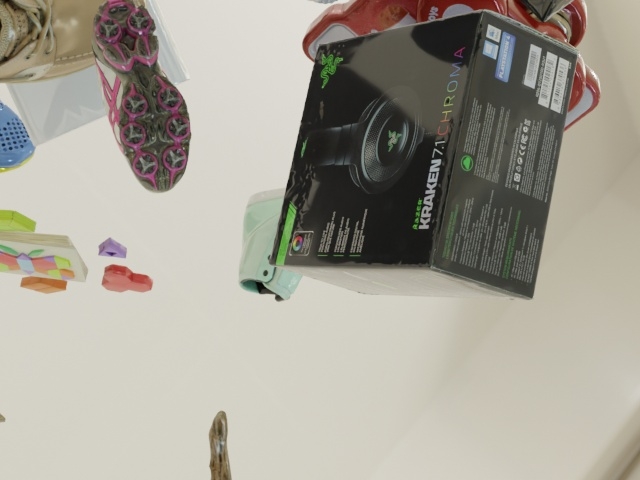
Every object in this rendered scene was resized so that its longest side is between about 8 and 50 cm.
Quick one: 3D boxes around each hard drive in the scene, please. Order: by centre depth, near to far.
[{"bbox_3d":[-0.307,-0.291,1.641,0.040,0.203,0.307,-58,125,-80],"label":"hard drive"}]

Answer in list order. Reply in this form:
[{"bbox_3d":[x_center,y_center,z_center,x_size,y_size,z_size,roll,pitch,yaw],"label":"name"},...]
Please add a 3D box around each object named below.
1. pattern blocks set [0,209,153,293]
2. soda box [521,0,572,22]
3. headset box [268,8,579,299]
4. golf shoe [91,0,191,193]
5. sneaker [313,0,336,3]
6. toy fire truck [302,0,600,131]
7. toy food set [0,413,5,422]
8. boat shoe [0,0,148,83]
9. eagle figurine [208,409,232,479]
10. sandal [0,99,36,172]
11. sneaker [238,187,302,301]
[{"bbox_3d":[-0.440,0.024,2.098,0.325,0.026,0.285,1,-24,14],"label":"pattern blocks set"},{"bbox_3d":[0.149,-0.261,1.134,0.169,0.060,0.053,49,-19,13],"label":"soda box"},{"bbox_3d":[0.090,-0.076,1.369,0.131,0.246,0.283,18,-10,-33],"label":"headset box"},{"bbox_3d":[-0.164,-0.126,1.285,0.086,0.068,0.186,126,-49,-68],"label":"golf shoe"},{"bbox_3d":[-0.035,-0.360,1.203,0.210,0.137,0.365,4,-38,-17],"label":"sneaker"},{"bbox_3d":[0.163,-0.214,1.632,0.302,0.169,0.254,37,-53,-20],"label":"toy fire truck"},{"bbox_3d":[-0.415,0.209,1.554,0.078,0.122,0.019,31,-52,10],"label":"toy food set"},{"bbox_3d":[-0.325,-0.214,1.445,0.110,0.341,0.121,18,-60,58],"label":"boat shoe"},{"bbox_3d":[-0.205,0.313,1.266,0.225,0.298,0.226,-28,-99,58],"label":"eagle figurine"},{"bbox_3d":[-0.561,-0.223,2.094,0.317,0.126,0.138,35,-46,-5],"label":"sandal"},{"bbox_3d":[0.000,0.000,1.729,0.256,0.151,0.094,-16,-34,42],"label":"sneaker"}]
